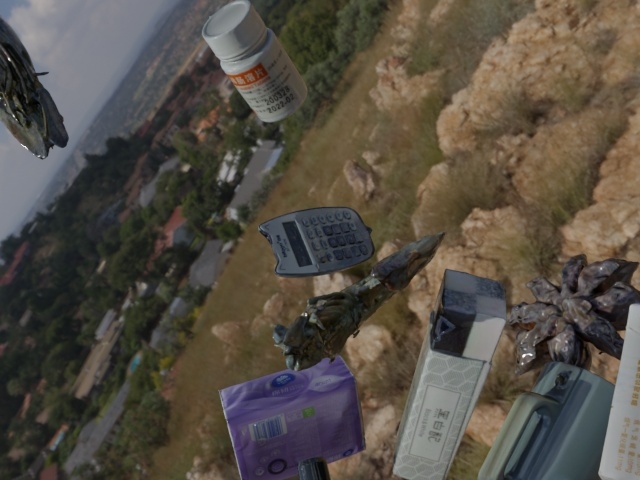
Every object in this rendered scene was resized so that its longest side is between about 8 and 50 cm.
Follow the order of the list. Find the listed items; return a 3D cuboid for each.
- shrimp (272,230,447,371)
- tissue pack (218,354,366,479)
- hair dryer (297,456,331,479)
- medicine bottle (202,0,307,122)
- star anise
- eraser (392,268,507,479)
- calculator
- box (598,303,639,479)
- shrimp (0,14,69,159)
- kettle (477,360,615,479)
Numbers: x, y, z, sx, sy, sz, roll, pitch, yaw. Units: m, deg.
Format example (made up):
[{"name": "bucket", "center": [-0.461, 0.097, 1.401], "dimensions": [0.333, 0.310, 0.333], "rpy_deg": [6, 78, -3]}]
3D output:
[{"name": "shrimp", "center": [0.058, 0.074, 0.799], "dimensions": [0.247, 0.085, 0.360], "rpy_deg": [-44, -10, 32]}, {"name": "tissue pack", "center": [-0.065, 0.455, 1.534], "dimensions": [0.338, 0.242, 0.160], "rpy_deg": [-14, 25, -14]}, {"name": "hair dryer", "center": [-0.051, 0.431, 1.027], "dimensions": [0.057, 0.198, 0.100], "rpy_deg": [-32, 61, 31]}, {"name": "medicine bottle", "center": [-0.143, -0.398, 1.351], "dimensions": [0.145, 0.252, 0.144], "rpy_deg": [-17, 46, 18]}, {"name": "star anise", "center": [0.513, 0.148, 1.219], "dimensions": [0.332, 0.117, 0.331], "rpy_deg": [-32, 33, 24]}, {"name": "eraser", "center": [0.196, 0.235, 0.961], "dimensions": [0.098, 0.096, 0.403], "rpy_deg": [-70, -11, -53]}, {"name": "calculator", "center": [0.000, 0.000, 1.395], "dimensions": [0.040, 0.268, 0.177], "rpy_deg": [107, 147, -56]}, {"name": "box", "center": [0.424, 0.218, 0.776], "dimensions": [0.067, 0.149, 0.233], "rpy_deg": [5, 60, 36]}, {"name": "shrimp", "center": [-0.312, -0.197, 0.515], "dimensions": [0.058, 0.169, 0.296], "rpy_deg": [-38, 68, -5]}, {"name": "kettle", "center": [0.340, 0.308, 0.891], "dimensions": [0.243, 0.210, 0.160], "rpy_deg": [-51, 34, -18]}]
